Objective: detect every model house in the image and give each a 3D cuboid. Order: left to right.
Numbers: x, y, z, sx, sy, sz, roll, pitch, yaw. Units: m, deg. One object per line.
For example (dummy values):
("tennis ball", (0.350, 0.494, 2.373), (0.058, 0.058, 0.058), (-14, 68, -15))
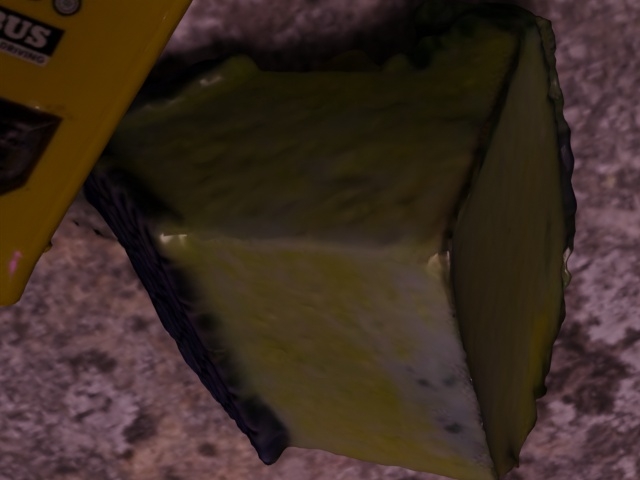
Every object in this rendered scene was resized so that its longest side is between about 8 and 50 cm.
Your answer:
("model house", (0.000, 0.000, 0.718), (0.211, 0.170, 0.194), (4, 142, 22))

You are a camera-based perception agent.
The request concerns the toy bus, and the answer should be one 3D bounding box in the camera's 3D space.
("toy bus", (-0.135, -0.092, 0.578), (0.145, 0.151, 0.331), (18, 123, -27))
